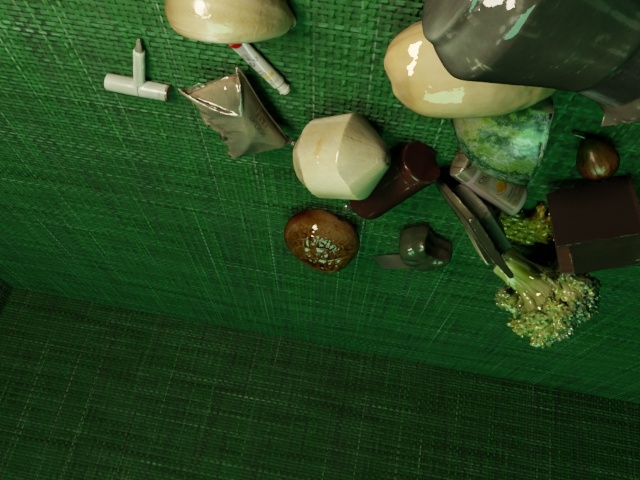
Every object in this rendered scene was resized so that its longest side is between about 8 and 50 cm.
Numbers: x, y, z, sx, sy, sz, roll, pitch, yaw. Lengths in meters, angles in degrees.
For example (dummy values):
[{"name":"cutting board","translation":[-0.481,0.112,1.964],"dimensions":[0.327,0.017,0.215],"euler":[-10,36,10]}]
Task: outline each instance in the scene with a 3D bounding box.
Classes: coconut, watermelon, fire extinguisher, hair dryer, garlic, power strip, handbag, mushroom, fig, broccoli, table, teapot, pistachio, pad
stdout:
[{"name":"coconut","translation":[0.057,-0.193,1.335],"dimensions":[0.222,0.202,0.202],"euler":[0,152,27]},{"name":"watermelon","translation":[0.392,-0.224,1.213],"dimensions":[0.224,0.180,0.305],"euler":[51,170,22]},{"name":"fire extinguisher","translation":[0.174,-0.136,1.505],"dimensions":[0.135,0.114,0.337],"euler":[-6,165,-32]},{"name":"hair dryer","translation":[-0.431,-0.401,1.307],"dimensions":[0.155,0.044,0.183],"euler":[10,149,2]},{"name":"garlic","translation":[-0.171,-0.430,1.057],"dimensions":[0.245,0.145,0.164],"euler":[10,-174,1]},{"name":"power strip","translation":[0.399,-0.055,1.450],"dimensions":[0.092,0.251,0.257],"euler":[-32,128,14]},{"name":"handbag","translation":[-0.198,-0.289,1.342],"dimensions":[0.183,0.117,0.270],"euler":[-14,147,19]},{"name":"mushroom","translation":[0.000,0.000,1.820],"dimensions":[0.253,0.153,0.253],"euler":[15,147,10]},{"name":"fig","translation":[0.600,-0.194,1.255],"dimensions":[0.089,0.089,0.125],"euler":[-15,121,43]},{"name":"broccoli","translation":[0.659,0.155,1.680],"dimensions":[0.338,0.317,0.277],"euler":[-1,127,-47]},{"name":"table","translation":[0.672,-0.036,1.405],"dimensions":[0.193,0.172,0.169],"euler":[-12,147,21]},{"name":"teapot","translation":[0.371,-0.361,0.787],"dimensions":[0.362,0.305,0.376],"euler":[18,116,-15]},{"name":"pistachio","translation":[0.263,-0.315,1.012],"dimensions":[0.299,0.187,0.187],"euler":[-3,152,9]},{"name":"pad","translation":[0.282,0.072,2.003],"dimensions":[0.188,0.006,0.113],"euler":[-5,151,34]}]

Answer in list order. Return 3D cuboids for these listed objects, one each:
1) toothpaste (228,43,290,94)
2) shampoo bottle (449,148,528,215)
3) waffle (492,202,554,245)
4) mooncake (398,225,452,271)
[{"name":"toothpaste","translation":[-0.134,-0.381,1.226],"dimensions":[0.048,0.031,0.190],"euler":[-8,145,42]},{"name":"shampoo bottle","translation":[0.418,-0.145,1.409],"dimensions":[0.227,0.086,0.056],"euler":[28,178,-29]},{"name":"waffle","translation":[0.540,-0.044,1.607],"dimensions":[0.232,0.051,0.229],"euler":[-9,150,38]},{"name":"mooncake","translation":[0.327,0.026,1.782],"dimensions":[0.175,0.104,0.168],"euler":[12,149,-7]}]
